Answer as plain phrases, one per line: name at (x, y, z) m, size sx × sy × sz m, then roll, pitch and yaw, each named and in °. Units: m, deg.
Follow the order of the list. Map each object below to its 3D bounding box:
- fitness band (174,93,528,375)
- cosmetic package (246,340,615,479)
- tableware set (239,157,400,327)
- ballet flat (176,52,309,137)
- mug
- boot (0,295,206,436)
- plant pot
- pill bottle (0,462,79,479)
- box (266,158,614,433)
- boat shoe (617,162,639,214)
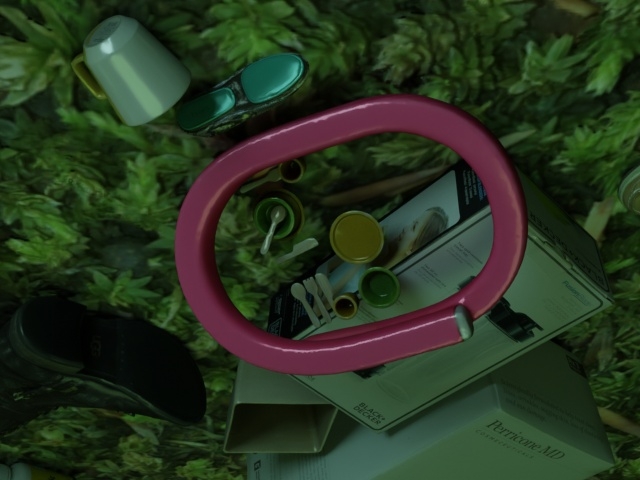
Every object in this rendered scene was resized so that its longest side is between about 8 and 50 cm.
fitness band at (0.020, -0.001, 0.723) m, size 0.291 × 0.054 × 0.208 m, roll -16°, pitch 100°, yaw 17°
cosmetic package at (0.112, 0.246, 1.048) m, size 0.217 × 0.156 × 0.385 m, roll 27°, pitch 130°, yaw -32°
tableware set at (0.000, 0.000, 0.768) m, size 0.104 × 0.024 × 0.154 m, roll -25°, pitch 97°, yaw 22°
ballet flat at (-0.056, -0.112, 0.691) m, size 0.114 × 0.041 × 0.041 m, roll -22°, pitch 138°, yaw 17°
mug at (-0.143, -0.122, 0.643) m, size 0.078 × 0.062 × 0.064 m, roll -27°, pitch 129°, yaw 13°
boot at (-0.280, 0.156, 0.948) m, size 0.229 × 0.091 × 0.263 m, roll -31°, pitch 131°, yaw 33°
plant pot at (-0.047, 0.162, 0.967) m, size 0.109 × 0.096 × 0.109 m, roll 3°, pitch 139°, yaw -12°
pill bottle at (-0.367, 0.318, 1.128) m, size 0.116 × 0.065 × 0.065 m, roll 29°, pitch 128°, yaw -36°
box at (0.104, 0.057, 0.850) m, size 0.169 × 0.087 × 0.290 m, roll 36°, pitch 125°, yaw -25°
boat shoe at (0.368, -0.050, 0.798) m, size 0.190 × 0.072 × 0.068 m, roll -15°, pitch 140°, yaw 9°
